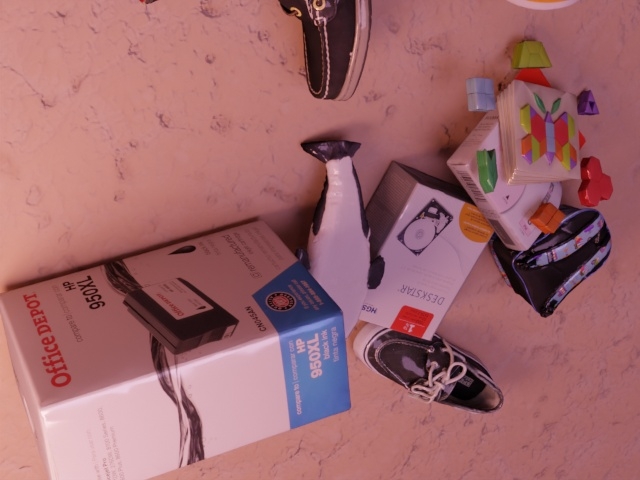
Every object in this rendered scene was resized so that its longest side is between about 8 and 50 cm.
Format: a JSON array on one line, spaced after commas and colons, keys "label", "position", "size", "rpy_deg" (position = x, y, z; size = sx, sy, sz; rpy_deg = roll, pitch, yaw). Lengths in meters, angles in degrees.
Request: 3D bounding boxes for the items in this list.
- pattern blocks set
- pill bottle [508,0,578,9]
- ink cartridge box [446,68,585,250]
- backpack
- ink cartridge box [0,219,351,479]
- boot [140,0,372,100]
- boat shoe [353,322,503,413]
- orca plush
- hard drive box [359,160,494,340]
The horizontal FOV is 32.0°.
[{"label": "pattern blocks set", "position": [0.332, -0.156, 1.665], "size": [0.324, 0.026, 0.286], "rpy_deg": [-18, 98, -44]}, {"label": "pill bottle", "position": [0.302, -0.451, 1.451], "size": [0.152, 0.152, 0.272], "rpy_deg": [-21, 142, -16]}, {"label": "ink cartridge box", "position": [0.314, -0.131, 1.684], "size": [0.232, 0.066, 0.189], "rpy_deg": [-48, 120, -14]}, {"label": "backpack", "position": [0.380, 0.011, 1.824], "size": [0.173, 0.117, 0.158], "rpy_deg": [-37, 128, -3]}, {"label": "ink cartridge box", "position": [-0.197, 0.147, 1.477], "size": [0.394, 0.285, 0.166], "rpy_deg": [-17, 123, -19]}, {"label": "boot", "position": [-0.087, -0.332, 1.369], "size": [0.284, 0.138, 0.378], "rpy_deg": [-13, 127, -18]}, {"label": "boat shoe", "position": [0.187, 0.219, 1.850], "size": [0.306, 0.105, 0.113], "rpy_deg": [32, 99, -37]}, {"label": "orca plush", "position": [0.000, 0.000, 1.623], "size": [0.151, 0.102, 0.287], "rpy_deg": [-17, 100, -31]}, {"label": "hard drive box", "position": [0.142, 0.019, 1.722], "size": [0.181, 0.089, 0.232], "rpy_deg": [18, 108, -33]}]
